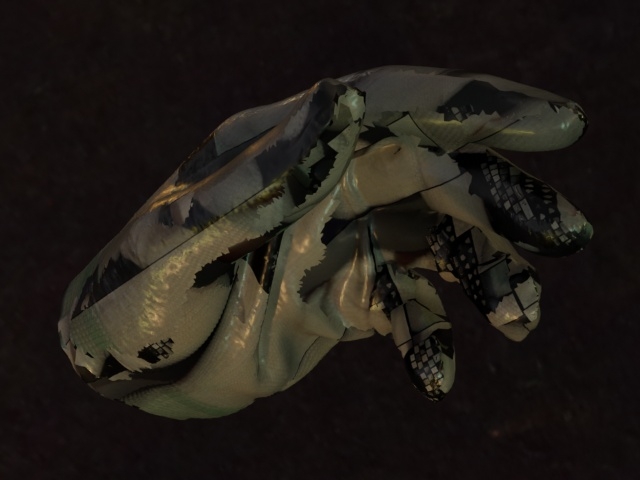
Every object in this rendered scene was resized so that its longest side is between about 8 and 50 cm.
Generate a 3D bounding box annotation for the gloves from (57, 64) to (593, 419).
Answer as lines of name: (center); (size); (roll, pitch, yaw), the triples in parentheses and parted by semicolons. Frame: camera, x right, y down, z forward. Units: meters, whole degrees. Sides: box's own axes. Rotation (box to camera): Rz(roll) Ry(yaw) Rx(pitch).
gloves: (0.002, -0.003, 0.487); (0.212, 0.127, 0.111); (-32, 26, 21)
